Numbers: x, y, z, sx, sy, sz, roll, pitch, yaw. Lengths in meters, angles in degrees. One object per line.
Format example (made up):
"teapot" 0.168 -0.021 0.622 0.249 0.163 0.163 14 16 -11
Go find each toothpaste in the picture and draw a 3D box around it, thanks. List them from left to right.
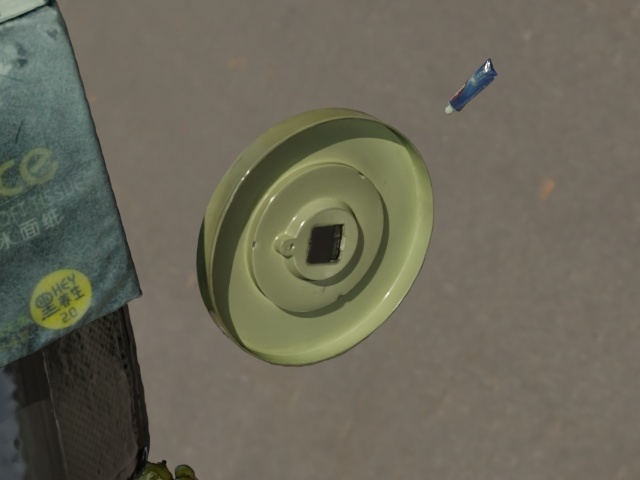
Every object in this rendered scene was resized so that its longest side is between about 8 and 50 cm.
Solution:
"toothpaste" 0.173 -0.174 2.019 0.083 0.019 0.027 -44 51 31

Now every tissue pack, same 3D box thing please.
"tissue pack" -0.246 -0.036 1.240 0.185 0.257 0.081 -27 37 -21

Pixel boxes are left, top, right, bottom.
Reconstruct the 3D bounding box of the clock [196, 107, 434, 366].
"clock" 0.000 0.000 1.520 0.029 0.235 0.235 35 96 50

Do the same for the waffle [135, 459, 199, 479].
"waffle" -0.151 0.330 1.751 0.059 0.243 0.238 -43 -9 -49

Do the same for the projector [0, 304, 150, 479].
"projector" -0.382 0.058 1.493 0.395 0.405 0.242 -8 11 17
